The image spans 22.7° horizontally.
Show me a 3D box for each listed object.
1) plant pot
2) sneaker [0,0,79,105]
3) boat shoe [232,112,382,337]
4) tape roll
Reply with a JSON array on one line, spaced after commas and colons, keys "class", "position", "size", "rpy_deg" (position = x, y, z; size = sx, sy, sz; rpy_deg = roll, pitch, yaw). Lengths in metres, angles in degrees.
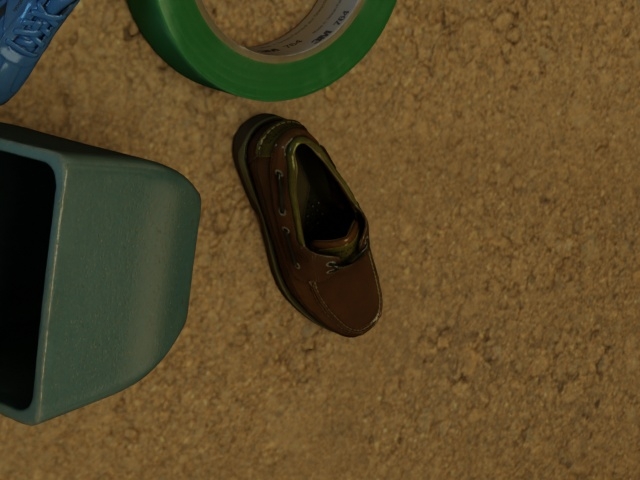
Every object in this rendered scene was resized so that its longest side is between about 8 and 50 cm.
[{"class": "plant pot", "position": [-0.255, 0.011, 1.548], "size": [0.252, 0.248, 0.247], "rpy_deg": [-7, 108, -53]}, {"class": "sneaker", "position": [-0.279, -0.225, 1.554], "size": [0.069, 0.082, 0.209], "rpy_deg": [26, 89, -40]}, {"class": "boat shoe", "position": [0.000, 0.000, 1.802], "size": [0.111, 0.104, 0.307], "rpy_deg": [-42, 123, -19]}, {"class": "tape roll", "position": [-0.056, -0.311, 1.690], "size": [0.321, 0.077, 0.321], "rpy_deg": [-11, 109, -32]}]
